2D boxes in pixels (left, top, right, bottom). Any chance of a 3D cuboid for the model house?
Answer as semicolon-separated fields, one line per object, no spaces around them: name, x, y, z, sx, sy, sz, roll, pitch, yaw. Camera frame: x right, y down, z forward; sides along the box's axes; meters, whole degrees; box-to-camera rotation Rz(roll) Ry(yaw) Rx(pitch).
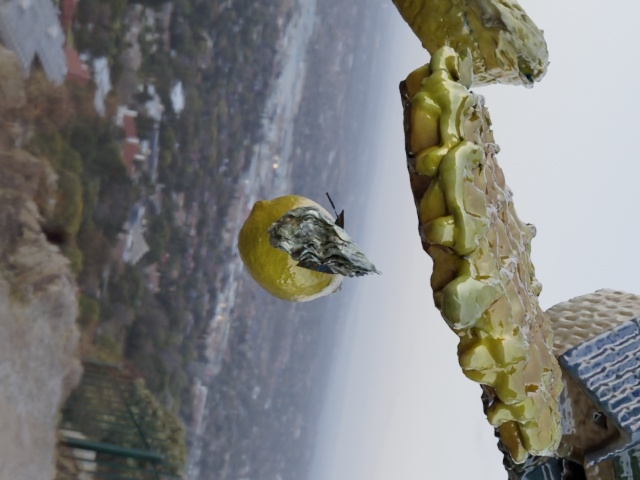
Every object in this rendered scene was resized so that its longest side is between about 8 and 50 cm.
model house;0.587;0.360;1.564;0.400;0.395;0.445;9;-66;63

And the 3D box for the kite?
kite;0.002;0.007;1.679;0.183;0.010;0.160;-51;-125;33

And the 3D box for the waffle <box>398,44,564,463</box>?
waffle;0.113;0.012;0.532;0.243;0.059;0.237;54;25;-41

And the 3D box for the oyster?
oyster;0.000;0.000;0.955;0.125;0.177;0.064;27;93;-46

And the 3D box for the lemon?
lemon;-0.064;0.026;2.024;0.253;0.310;0.253;-39;-162;15

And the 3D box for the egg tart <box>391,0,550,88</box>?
egg tart;0.245;-0.400;1.456;0.169;0.388;0.388;-39;-170;14
